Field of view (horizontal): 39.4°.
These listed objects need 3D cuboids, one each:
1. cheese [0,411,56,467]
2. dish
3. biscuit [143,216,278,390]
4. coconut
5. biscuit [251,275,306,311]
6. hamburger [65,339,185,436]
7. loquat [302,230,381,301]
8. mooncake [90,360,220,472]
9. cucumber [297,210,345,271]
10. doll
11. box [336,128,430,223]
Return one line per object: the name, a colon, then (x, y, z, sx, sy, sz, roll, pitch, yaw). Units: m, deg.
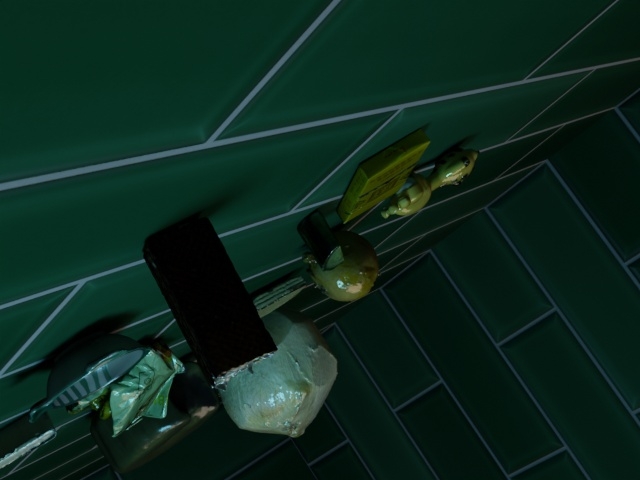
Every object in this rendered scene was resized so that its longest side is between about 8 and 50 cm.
cheese: (-0.741, 0.480, 1.856, 0.400, 0.085, 0.034, -29, 141, -14)
dish: (-0.435, 0.231, 1.631, 0.246, 0.078, 0.224, -30, 169, -28)
biscuit: (-0.167, 0.095, 1.339, 0.106, 0.252, 0.070, -24, 170, -25)
coconut: (-0.126, 0.380, 2.533, 0.346, 0.360, 0.346, -31, 172, -5)
biscuit: (-0.163, 0.169, 2.291, 0.252, 0.052, 0.150, -26, 171, -33)
hamburger: (-0.428, 0.345, 2.001, 0.276, 0.150, 0.260, -31, 168, -13)
loquat: (0.046, 0.059, 2.112, 0.204, 0.172, 0.149, 9, 148, -28)
mooncake: (-0.454, 0.474, 2.441, 0.351, 0.187, 0.351, -37, 171, -6)
cucumber: (0.000, 0.000, 1.853, 0.062, 0.115, 0.116, -33, 162, -2)
doll: (0.251, -0.135, 2.064, 0.291, 0.086, 0.117, -32, 177, -26)
box: (0.123, -0.126, 1.830, 0.153, 0.041, 0.279, -32, 170, -16)
